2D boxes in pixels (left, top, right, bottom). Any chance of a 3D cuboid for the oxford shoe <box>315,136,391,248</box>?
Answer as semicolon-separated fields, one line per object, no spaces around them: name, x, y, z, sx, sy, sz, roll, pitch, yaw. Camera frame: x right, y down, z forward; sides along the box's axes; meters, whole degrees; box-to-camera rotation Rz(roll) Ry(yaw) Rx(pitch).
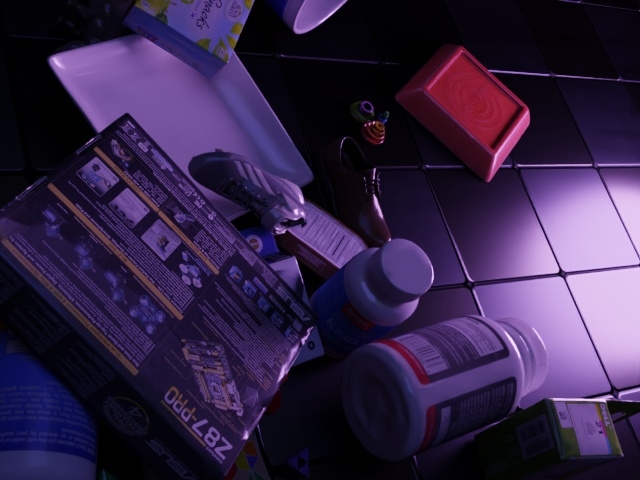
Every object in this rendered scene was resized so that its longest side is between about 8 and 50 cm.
oxford shoe;0.068;-0.079;1.488;0.083;0.096;0.227;-16;73;-39

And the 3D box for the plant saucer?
plant saucer;0.315;-0.284;1.793;0.259;0.048;0.258;42;49;-1

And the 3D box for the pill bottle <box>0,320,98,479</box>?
pill bottle;-0.341;0.228;1.017;0.152;0.152;0.272;11;57;-25

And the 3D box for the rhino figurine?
rhino figurine;-0.373;-0.349;1.402;0.106;0.073;0.243;28;54;-23

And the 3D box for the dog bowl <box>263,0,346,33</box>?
dog bowl;0.007;-0.522;1.609;0.104;0.265;0.265;45;49;4

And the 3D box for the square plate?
square plate;-0.216;-0.182;1.382;0.344;0.049;0.347;-31;86;-44

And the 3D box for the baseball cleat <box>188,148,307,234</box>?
baseball cleat;-0.103;-0.071;1.314;0.206;0.072;0.109;15;39;-32

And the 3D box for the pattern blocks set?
pattern blocks set;-0.142;0.310;1.126;0.325;0.026;0.285;-9;82;-45

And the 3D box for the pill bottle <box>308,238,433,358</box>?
pill bottle;0.072;0.086;1.305;0.124;0.221;0.124;15;56;-22

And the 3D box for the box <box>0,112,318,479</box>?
box;-0.207;0.066;1.075;0.395;0.097;0.318;48;35;-12

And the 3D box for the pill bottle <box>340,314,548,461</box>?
pill bottle;0.203;0.214;1.336;0.318;0.176;0.176;-11;68;-35

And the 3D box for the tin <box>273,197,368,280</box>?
tin;0.000;0.000;1.426;0.190;0.040;0.106;36;47;-3

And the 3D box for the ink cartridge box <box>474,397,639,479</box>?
ink cartridge box;0.410;0.329;1.381;0.255;0.189;0.097;7;58;-28

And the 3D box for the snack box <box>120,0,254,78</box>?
snack box;-0.206;-0.400;1.414;0.174;0.070;0.207;30;61;-22

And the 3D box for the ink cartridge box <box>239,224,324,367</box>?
ink cartridge box;-0.118;0.098;1.264;0.223;0.045;0.224;-17;87;-37

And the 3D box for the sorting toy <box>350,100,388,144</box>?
sorting toy;0.100;-0.232;1.634;0.061;0.042;0.102;-7;66;-34
